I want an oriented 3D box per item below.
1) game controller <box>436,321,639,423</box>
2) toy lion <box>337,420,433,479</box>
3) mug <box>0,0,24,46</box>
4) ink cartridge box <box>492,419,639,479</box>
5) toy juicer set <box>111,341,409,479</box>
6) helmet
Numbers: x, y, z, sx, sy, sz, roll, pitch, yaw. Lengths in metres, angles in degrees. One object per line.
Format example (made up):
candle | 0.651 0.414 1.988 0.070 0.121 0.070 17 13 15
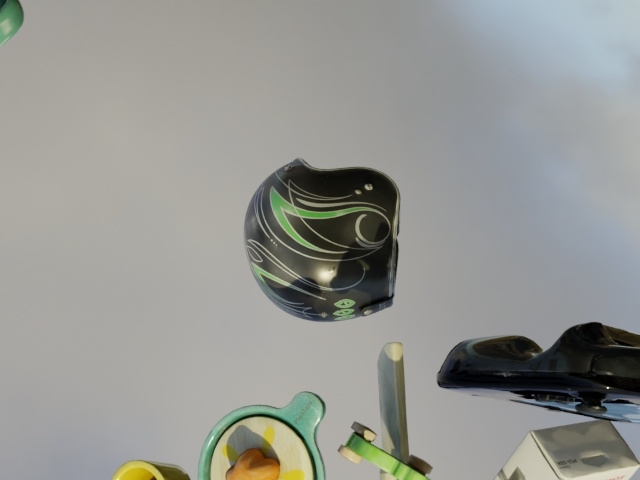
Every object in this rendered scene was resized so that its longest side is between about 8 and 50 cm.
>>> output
game controller | 0.228 0.113 1.109 0.319 0.166 0.067 16 -113 -47
toy lion | 0.072 0.198 1.294 0.100 0.034 0.096 32 176 -16
mug | -0.330 -0.154 1.248 0.129 0.158 0.097 28 -167 -33
ink cartridge box | 0.201 0.222 1.331 0.099 0.135 0.056 -3 -133 -35
toy juicer set | -0.037 0.251 1.388 0.089 0.329 0.209 6 -121 -62
helmet | 0.000 0.000 1.570 0.161 0.169 0.169 4 -158 4
